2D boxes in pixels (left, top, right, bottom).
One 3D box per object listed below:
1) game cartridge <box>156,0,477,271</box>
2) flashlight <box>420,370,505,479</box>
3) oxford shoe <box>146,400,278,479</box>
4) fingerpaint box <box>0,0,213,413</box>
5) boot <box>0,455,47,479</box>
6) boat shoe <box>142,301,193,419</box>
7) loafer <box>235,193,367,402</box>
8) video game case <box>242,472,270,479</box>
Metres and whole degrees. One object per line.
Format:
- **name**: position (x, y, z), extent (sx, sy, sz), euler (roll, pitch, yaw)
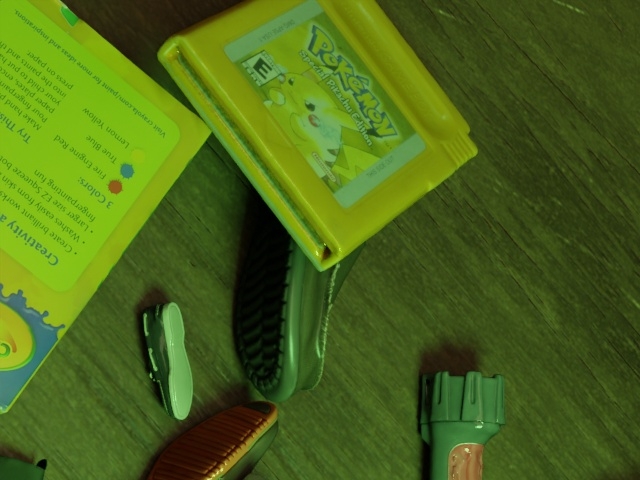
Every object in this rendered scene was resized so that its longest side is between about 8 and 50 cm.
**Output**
- **game cartridge**: position (0.012, -0.150, 1.779), extent (0.285, 0.052, 0.323), euler (53, 42, 0)
- **flashlight**: position (0.168, 0.300, 1.851), extent (0.103, 0.103, 0.304), euler (9, 77, -22)
- **oxford shoe**: position (-0.132, 0.280, 1.734), extent (0.271, 0.097, 0.098), euler (-45, 121, -22)
- **fingerpaint box**: position (-0.397, -0.098, 1.629), extent (0.445, 0.163, 0.371), euler (39, 65, -13)
- **boot**: position (-0.367, 0.265, 1.630), extent (0.198, 0.077, 0.137), euler (20, 67, -34)
- **boat shoe**: position (-0.165, 0.129, 1.764), extent (0.046, 0.038, 0.125), euler (-6, 87, -68)
- **loafer**: position (0.000, 0.000, 1.813), extent (0.130, 0.134, 0.366), euler (14, 73, -25)
- **video game case**: position (-0.079, 0.419, 1.693), extent (0.244, 0.061, 0.269), euler (-43, 116, -25)
